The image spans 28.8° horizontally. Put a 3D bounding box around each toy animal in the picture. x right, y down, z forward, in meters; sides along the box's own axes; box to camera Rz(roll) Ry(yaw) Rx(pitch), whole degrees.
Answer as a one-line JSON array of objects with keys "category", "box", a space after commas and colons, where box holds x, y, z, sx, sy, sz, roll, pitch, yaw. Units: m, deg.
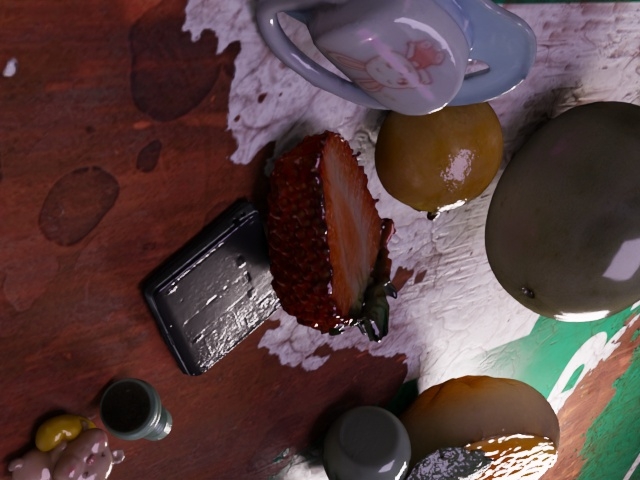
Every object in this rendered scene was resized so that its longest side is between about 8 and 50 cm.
[{"category": "toy animal", "box": [-0.265, 0.235, 1.300, 0.114, 0.082, 0.091, -35, 147, -25]}]

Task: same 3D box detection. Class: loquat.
[{"category": "loquat", "box": [0.133, -0.103, 1.410, 0.163, 0.137, 0.163, -49, 152, -38]}]

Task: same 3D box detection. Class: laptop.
[{"category": "laptop", "box": [-0.112, 0.061, 1.370, 0.154, 0.026, 0.207, -41, 151, -17]}]

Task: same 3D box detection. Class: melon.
[{"category": "melon", "box": [0.376, -0.045, 1.688, 0.330, 0.268, 0.268, -47, 152, -22]}]

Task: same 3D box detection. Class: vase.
[{"category": "vase", "box": [0.065, 0.339, 1.854, 0.128, 0.128, 0.248, -38, 157, -21]}]

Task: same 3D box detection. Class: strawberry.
[{"category": "strawberry", "box": [0.000, 0.000, 1.378, 0.188, 0.106, 0.286, -67, 148, -44]}]

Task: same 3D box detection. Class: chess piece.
[{"category": "chess piece", "box": [-0.197, 0.192, 1.373, 0.067, 0.067, 0.103, -47, 161, -6]}]

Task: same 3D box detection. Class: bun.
[{"category": "bun", "box": [0.234, 0.311, 1.998, 0.299, 0.164, 0.299, -11, 145, -8]}]

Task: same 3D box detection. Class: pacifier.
[{"category": "pacifier", "box": [0.073, -0.240, 1.153, 0.287, 0.238, 0.225, 38, 59, -36]}]

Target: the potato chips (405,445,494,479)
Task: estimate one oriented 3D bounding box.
[{"category": "potato chips", "box": [0.156, 0.392, 1.878, 0.167, 0.059, 0.228, -18, 148, -34]}]
